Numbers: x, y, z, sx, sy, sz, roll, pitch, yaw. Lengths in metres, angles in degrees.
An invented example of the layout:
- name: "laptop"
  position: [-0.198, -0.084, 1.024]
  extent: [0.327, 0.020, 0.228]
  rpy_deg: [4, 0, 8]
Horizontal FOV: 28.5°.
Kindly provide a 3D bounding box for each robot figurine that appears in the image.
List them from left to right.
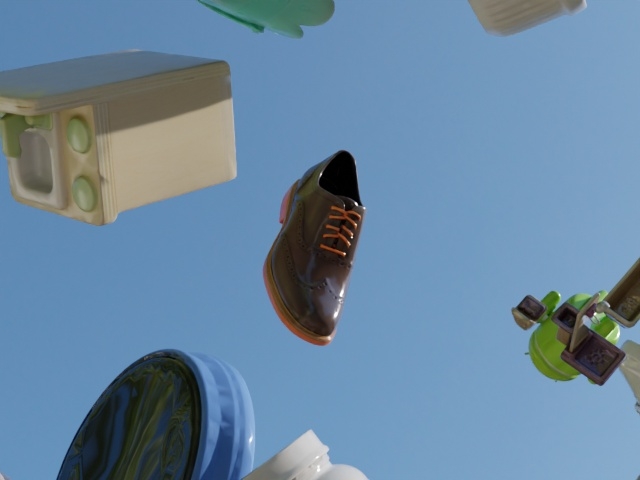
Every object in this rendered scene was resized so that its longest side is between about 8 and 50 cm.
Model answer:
- name: "robot figurine"
  position: [0.260, 0.100, 1.294]
  extent: [0.101, 0.067, 0.115]
  rpy_deg: [45, -52, 7]

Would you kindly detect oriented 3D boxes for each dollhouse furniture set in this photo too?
- name: "dollhouse furniture set"
  position: [0.221, 0.033, 0.988]
  extent: [0.091, 0.114, 0.081]
  rpy_deg: [36, -23, 23]

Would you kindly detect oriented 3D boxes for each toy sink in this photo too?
- name: "toy sink"
  position: [-0.218, -0.098, 1.209]
  extent: [0.153, 0.234, 0.131]
  rpy_deg: [13, -67, 41]

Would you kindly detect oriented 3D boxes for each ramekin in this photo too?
- name: "ramekin"
  position: [0.193, -0.317, 1.352]
  extent: [0.109, 0.207, 0.207]
  rpy_deg: [-26, -49, 14]

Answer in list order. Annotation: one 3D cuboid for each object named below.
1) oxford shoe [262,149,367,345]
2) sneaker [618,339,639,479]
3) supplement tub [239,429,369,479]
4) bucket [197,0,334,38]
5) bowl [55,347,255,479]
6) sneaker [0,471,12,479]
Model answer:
- name: "oxford shoe"
  position: [0.000, 0.000, 1.420]
  extent: [0.097, 0.271, 0.098]
  rpy_deg: [23, -51, -21]
- name: "sneaker"
  position: [0.478, 0.291, 1.755]
  extent: [0.169, 0.108, 0.292]
  rpy_deg: [-42, -86, -2]
- name: "supplement tub"
  position: [0.006, 0.397, 1.381]
  extent: [0.235, 0.235, 0.325]
  rpy_deg: [-42, -98, 33]
- name: "bucket"
  position: [-0.074, -0.361, 1.279]
  extent: [0.183, 0.281, 0.281]
  rpy_deg: [13, -45, -30]
- name: "bowl"
  position: [-0.236, 0.323, 1.642]
  extent: [0.077, 0.391, 0.391]
  rpy_deg: [29, -52, -31]
- name: "sneaker"
  position: [-0.194, 0.235, 0.918]
  extent: [0.180, 0.124, 0.321]
  rpy_deg: [19, -9, -23]
